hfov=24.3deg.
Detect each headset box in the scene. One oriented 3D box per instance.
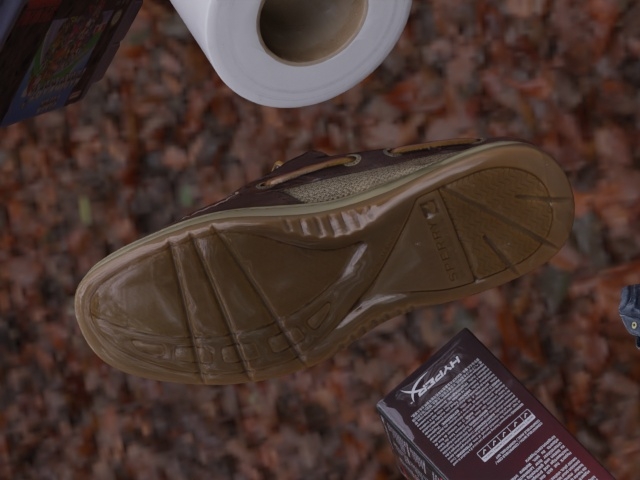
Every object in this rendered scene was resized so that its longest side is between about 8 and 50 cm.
[{"bbox_3d":[0.192,0.244,1.304,0.293,0.110,0.218,46,170,24],"label":"headset box"}]

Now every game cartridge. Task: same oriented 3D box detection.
[{"bbox_3d":[-0.158,-0.178,0.915,0.068,0.355,0.230,28,105,4],"label":"game cartridge"}]

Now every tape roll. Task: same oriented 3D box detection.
[{"bbox_3d":[-0.040,-0.292,1.643,0.169,0.246,0.246,58,143,44],"label":"tape roll"}]

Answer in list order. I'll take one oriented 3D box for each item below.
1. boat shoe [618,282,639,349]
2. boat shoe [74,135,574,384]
[{"bbox_3d":[0.342,0.095,1.437,0.065,0.083,0.183,57,-160,-27],"label":"boat shoe"},{"bbox_3d":[0.000,0.000,1.027,0.123,0.342,0.123,-97,-14,-68],"label":"boat shoe"}]
